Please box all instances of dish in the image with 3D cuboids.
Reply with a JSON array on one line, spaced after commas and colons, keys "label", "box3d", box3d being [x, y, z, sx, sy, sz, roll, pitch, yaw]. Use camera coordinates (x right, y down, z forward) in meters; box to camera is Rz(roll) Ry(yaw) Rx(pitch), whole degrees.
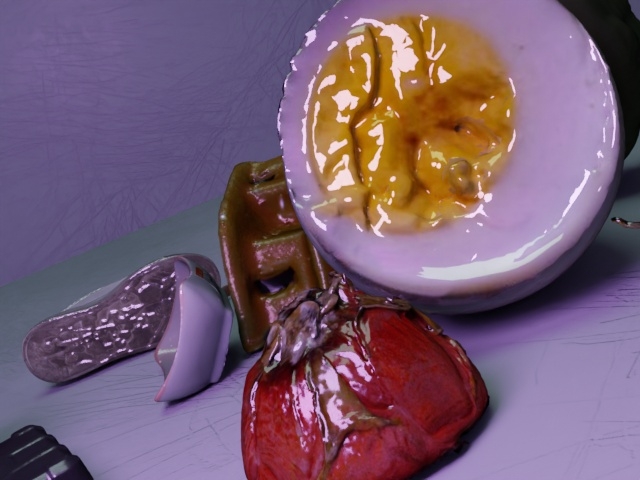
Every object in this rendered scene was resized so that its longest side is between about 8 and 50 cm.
[{"label": "dish", "box3d": [-0.160, 0.112, 1.145, 0.077, 0.151, 0.212, 12, 6, -12]}]

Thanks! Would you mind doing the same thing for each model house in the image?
[{"label": "model house", "box3d": [-0.004, -0.010, 1.199, 0.239, 0.268, 0.173, -16, -8, 18]}]

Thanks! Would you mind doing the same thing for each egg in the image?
[{"label": "egg", "box3d": [0.152, -0.092, 1.022, 0.354, 0.354, 0.340, -20, -8, 10]}]

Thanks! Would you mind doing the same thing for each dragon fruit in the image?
[{"label": "dragon fruit", "box3d": [0.015, 0.108, 0.760, 0.224, 0.148, 0.218, -17, 13, 22]}]

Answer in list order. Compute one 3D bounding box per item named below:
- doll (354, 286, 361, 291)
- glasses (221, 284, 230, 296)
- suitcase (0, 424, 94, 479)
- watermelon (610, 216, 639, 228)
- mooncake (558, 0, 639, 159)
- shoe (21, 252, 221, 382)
[{"label": "doll", "box3d": [0.043, 0.080, 1.019, 0.120, 0.075, 0.180, -16, 13, 13]}, {"label": "glasses", "box3d": [-0.026, 0.023, 1.523, 0.234, 0.118, 0.268, -8, 38, 44]}, {"label": "suitcase", "box3d": [-0.370, 0.284, 0.867, 0.285, 0.066, 0.206, -27, 12, -26]}, {"label": "watermelon", "box3d": [0.393, -0.023, 0.721, 0.232, 0.127, 0.204, -26, 12, -29]}, {"label": "mooncake", "box3d": [0.281, -0.219, 1.266, 0.356, 0.356, 0.194, -14, 19, 35]}, {"label": "shoe", "box3d": [-0.305, 0.115, 1.415, 0.316, 0.124, 0.159, -23, 5, -7]}]
